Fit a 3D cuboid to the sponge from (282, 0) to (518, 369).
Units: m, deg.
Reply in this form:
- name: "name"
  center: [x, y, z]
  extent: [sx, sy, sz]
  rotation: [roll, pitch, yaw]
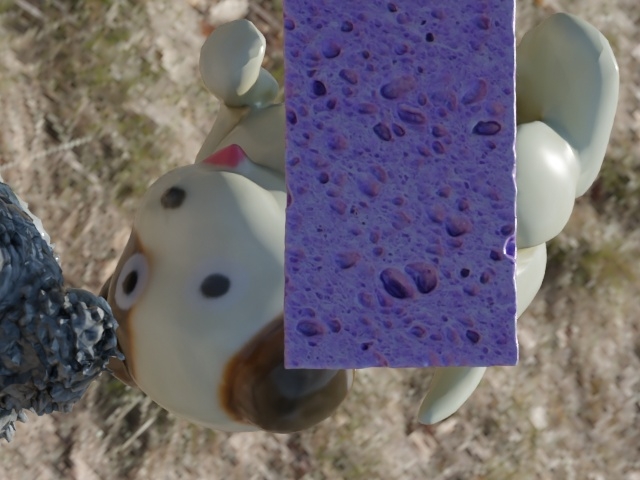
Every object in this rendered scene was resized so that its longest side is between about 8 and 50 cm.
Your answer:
- name: "sponge"
  center: [0.040, -0.041, 0.773]
  extent: [0.117, 0.031, 0.210]
  rotation: [0, 89, 6]

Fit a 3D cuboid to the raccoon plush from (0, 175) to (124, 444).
- name: "raccoon plush"
  center: [-0.245, 0.164, 0.785]
  extent: [0.216, 0.299, 0.446]
  rotation: [8, 81, -37]

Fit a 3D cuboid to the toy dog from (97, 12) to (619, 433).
- name: "toy dog"
  center: [0.000, 0.000, 1.250]
  extent: [0.285, 0.395, 0.408]
  rotation: [24, 34, 33]
